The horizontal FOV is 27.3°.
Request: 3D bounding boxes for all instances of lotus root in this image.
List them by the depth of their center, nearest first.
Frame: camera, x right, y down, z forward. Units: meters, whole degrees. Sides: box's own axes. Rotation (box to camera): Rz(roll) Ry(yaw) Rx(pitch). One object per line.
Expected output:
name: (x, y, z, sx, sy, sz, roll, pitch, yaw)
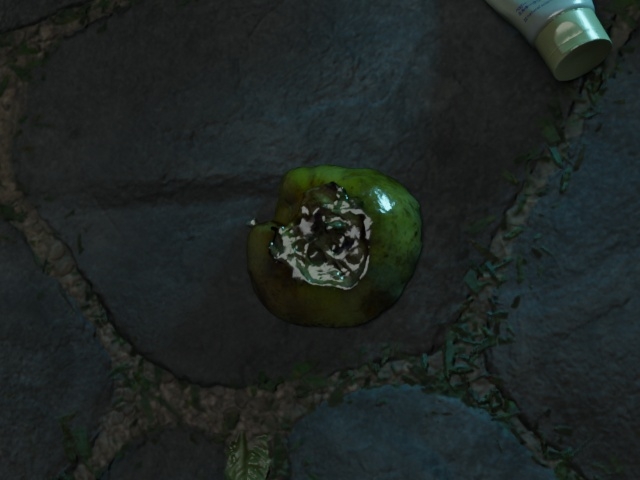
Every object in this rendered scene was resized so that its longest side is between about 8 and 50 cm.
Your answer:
lotus root: (0.004, 0.000, 1.431, 0.203, 0.078, 0.183, -2, 80, 17)

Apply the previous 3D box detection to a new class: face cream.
face cream: (0.229, -0.279, 1.425, 0.114, 0.070, 0.224, -30, 66, 9)
